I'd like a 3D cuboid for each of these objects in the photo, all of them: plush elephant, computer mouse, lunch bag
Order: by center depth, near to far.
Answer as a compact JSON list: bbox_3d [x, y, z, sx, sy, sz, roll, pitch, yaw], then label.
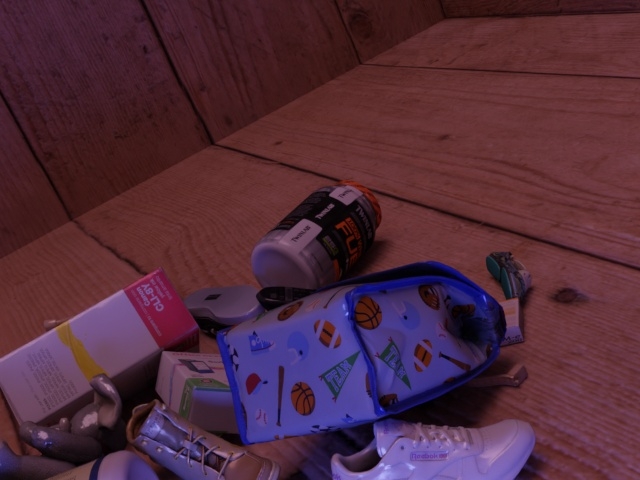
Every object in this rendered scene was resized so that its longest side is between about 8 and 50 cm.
[{"bbox_3d":[0.080,0.175,1.525,0.328,0.238,0.385,-19,-10,43],"label":"lunch bag"},{"bbox_3d":[-0.436,0.384,1.608,0.330,0.271,0.255,-1,32,-13],"label":"plush elephant"},{"bbox_3d":[-0.001,0.153,1.896,0.262,0.060,0.184,2,18,-9],"label":"computer mouse"}]

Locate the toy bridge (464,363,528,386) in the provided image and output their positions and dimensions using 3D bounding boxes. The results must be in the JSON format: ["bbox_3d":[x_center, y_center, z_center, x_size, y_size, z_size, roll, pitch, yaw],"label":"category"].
[{"bbox_3d":[0.268,0.224,1.575,0.063,0.026,0.188,-39,27,-27],"label":"toy bridge"}]

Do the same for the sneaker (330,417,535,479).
[{"bbox_3d":[0.160,0.314,1.311,0.305,0.152,0.114,-23,14,0],"label":"sneaker"}]

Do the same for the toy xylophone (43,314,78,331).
[{"bbox_3d":[-0.497,0.200,2.152,0.323,0.236,0.081,-15,53,12],"label":"toy xylophone"}]

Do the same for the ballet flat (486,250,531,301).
[{"bbox_3d":[0.376,0.068,1.781,0.070,0.070,0.188,-22,25,4],"label":"ballet flat"}]

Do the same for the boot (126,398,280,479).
[{"bbox_3d":[-0.195,0.341,1.471,0.095,0.203,0.262,-58,22,-21],"label":"boot"}]

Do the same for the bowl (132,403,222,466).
[{"bbox_3d":[-0.270,0.366,1.675,0.170,0.080,0.170,15,5,-1],"label":"bowl"}]

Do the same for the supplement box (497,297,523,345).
[{"bbox_3d":[0.336,0.149,1.664,0.062,0.036,0.098,-15,23,20],"label":"supplement box"}]

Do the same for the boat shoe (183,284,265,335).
[{"bbox_3d":[-0.206,0.174,2.058,0.306,0.105,0.113,-6,31,50],"label":"boat shoe"}]

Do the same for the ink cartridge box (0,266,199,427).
[{"bbox_3d":[-0.453,0.249,1.892,0.385,0.160,0.279,-31,-13,-17],"label":"ink cartridge box"}]

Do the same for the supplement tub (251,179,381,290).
[{"bbox_3d":[0.000,0.000,2.127,0.194,0.193,0.316,-3,31,41],"label":"supplement tub"}]

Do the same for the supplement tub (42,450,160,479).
[{"bbox_3d":[-0.396,0.479,1.376,0.325,0.235,0.235,-22,22,4],"label":"supplement tub"}]

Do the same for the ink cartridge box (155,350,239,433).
[{"bbox_3d":[-0.208,0.285,1.733,0.154,0.093,0.212,8,7,-26],"label":"ink cartridge box"}]
